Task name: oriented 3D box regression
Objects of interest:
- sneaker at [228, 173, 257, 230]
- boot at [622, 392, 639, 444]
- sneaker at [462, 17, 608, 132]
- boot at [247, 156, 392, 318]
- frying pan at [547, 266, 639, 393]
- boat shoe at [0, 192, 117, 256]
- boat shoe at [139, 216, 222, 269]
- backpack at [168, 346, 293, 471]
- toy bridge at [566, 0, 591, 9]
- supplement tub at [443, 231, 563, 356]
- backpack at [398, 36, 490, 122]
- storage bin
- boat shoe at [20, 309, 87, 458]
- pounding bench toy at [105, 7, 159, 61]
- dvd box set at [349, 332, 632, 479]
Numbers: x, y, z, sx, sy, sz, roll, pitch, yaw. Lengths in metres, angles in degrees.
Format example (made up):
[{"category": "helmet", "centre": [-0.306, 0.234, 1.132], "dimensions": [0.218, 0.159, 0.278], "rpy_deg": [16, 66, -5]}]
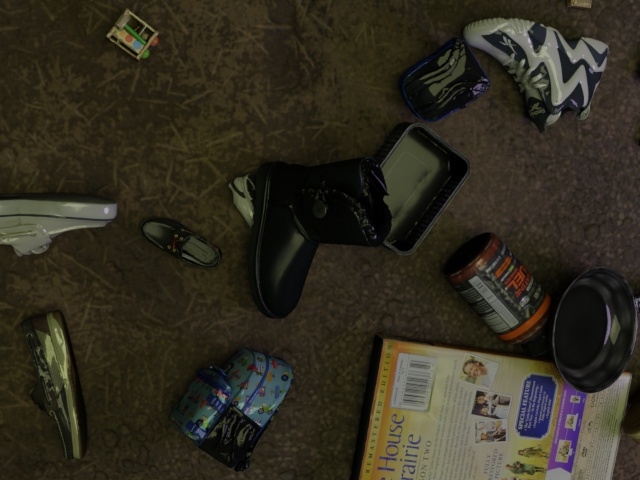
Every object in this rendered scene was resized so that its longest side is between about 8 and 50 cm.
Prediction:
[{"category": "sneaker", "centre": [-0.106, -0.050, 1.851], "dimensions": [0.043, 0.040, 0.109], "rpy_deg": [-3, 113, 34]}, {"category": "boot", "centre": [0.622, 0.292, 1.971], "dimensions": [0.262, 0.095, 0.203], "rpy_deg": [-39, 104, -25]}, {"category": "sneaker", "centre": [0.323, -0.247, 1.872], "dimensions": [0.235, 0.094, 0.153], "rpy_deg": [11, 86, -21]}, {"category": "boot", "centre": [0.000, 0.000, 1.785], "dimensions": [0.094, 0.207, 0.247], "rpy_deg": [-1, 94, -52]}, {"category": "frying pan", "centre": [0.460, 0.095, 1.914], "dimensions": [0.326, 0.053, 0.197], "rpy_deg": [-46, 120, -24]}, {"category": "boat shoe", "centre": [-0.428, -0.020, 1.763], "dimensions": [0.267, 0.096, 0.088], "rpy_deg": [-3, 101, -9]}, {"category": "boat shoe", "centre": [-0.209, 0.003, 1.832], "dimensions": [0.133, 0.042, 0.049], "rpy_deg": [27, 93, -10]}, {"category": "backpack", "centre": [-0.126, 0.233, 1.812], "dimensions": [0.117, 0.158, 0.173], "rpy_deg": [37, 86, -19]}, {"category": "toy bridge", "centre": [0.401, -0.458, 1.899], "dimensions": [0.063, 0.026, 0.188], "rpy_deg": [6, 95, -10]}, {"category": "supplement tub", "centre": [0.291, 0.088, 1.899], "dimensions": [0.106, 0.106, 0.198], "rpy_deg": [-44, 102, -3]}, {"category": "backpack", "centre": [0.181, -0.235, 1.845], "dimensions": [0.120, 0.101, 0.098], "rpy_deg": [-36, 99, -1]}, {"category": "storage bin", "centre": [0.129, -0.080, 1.862], "dimensions": [0.122, 0.084, 0.180], "rpy_deg": [36, 90, -12]}, {"category": "boat shoe", "centre": [-0.395, 0.217, 1.806], "dimensions": [0.073, 0.080, 0.224], "rpy_deg": [-10, 92, -4]}, {"category": "pounding bench toy", "centre": [-0.269, -0.296, 1.766], "dimensions": [0.065, 0.083, 0.052], "rpy_deg": [36, 89, -11]}, {"category": "dvd box set", "centre": [0.266, 0.326, 1.942], "dimensions": [0.420, 0.062, 0.308], "rpy_deg": [8, 95, -11]}]
